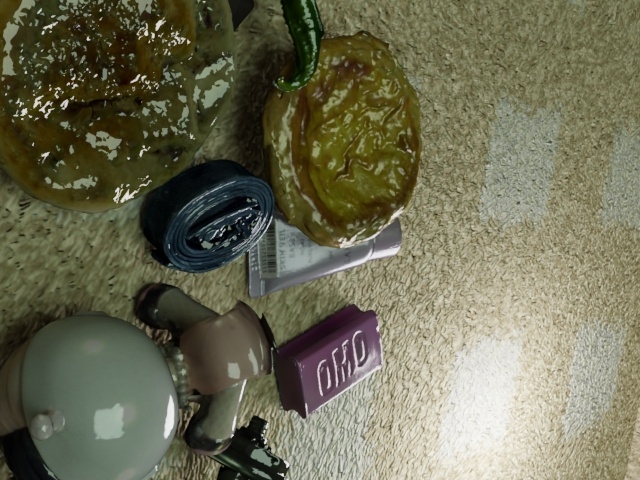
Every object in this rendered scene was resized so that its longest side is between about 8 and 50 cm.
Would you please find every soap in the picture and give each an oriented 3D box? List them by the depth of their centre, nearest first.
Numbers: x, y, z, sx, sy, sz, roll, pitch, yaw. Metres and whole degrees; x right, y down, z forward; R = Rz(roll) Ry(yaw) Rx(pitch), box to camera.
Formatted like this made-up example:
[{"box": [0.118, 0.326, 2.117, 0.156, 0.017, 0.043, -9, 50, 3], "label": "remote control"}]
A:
[{"box": [0.016, 0.204, 1.674, 0.203, 0.065, 0.122, -28, 120, -38], "label": "soap"}]

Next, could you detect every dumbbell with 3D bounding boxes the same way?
[{"box": [-0.151, 0.400, 1.464, 0.192, 0.192, 0.290, 42, 69, -44], "label": "dumbbell"}]

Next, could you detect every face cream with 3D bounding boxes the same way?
[{"box": [0.000, 0.000, 1.598, 0.273, 0.096, 0.154, -9, 109, -31], "label": "face cream"}]

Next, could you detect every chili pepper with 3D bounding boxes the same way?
[{"box": [-0.062, -0.389, 1.360, 0.085, 0.076, 0.359, -18, 94, -52], "label": "chili pepper"}]

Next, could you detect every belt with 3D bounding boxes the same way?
[{"box": [-0.159, -0.032, 1.394, 0.190, 0.082, 0.141, -26, 132, -27], "label": "belt"}]

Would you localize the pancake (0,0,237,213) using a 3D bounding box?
[{"box": [-0.253, -0.208, 1.217, 0.387, 0.082, 0.387, -24, 128, -36], "label": "pancake"}]

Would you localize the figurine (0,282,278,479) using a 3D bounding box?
[{"box": [-0.257, 0.187, 1.285, 0.361, 0.211, 0.253, -18, 70, -39], "label": "figurine"}]

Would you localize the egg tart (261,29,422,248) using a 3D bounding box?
[{"box": [0.024, -0.154, 1.522, 0.341, 0.129, 0.341, -3, 96, -36], "label": "egg tart"}]

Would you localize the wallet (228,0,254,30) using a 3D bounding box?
[{"box": [-0.209, -0.321, 1.289, 0.182, 0.049, 0.229, -50, 136, -4], "label": "wallet"}]
